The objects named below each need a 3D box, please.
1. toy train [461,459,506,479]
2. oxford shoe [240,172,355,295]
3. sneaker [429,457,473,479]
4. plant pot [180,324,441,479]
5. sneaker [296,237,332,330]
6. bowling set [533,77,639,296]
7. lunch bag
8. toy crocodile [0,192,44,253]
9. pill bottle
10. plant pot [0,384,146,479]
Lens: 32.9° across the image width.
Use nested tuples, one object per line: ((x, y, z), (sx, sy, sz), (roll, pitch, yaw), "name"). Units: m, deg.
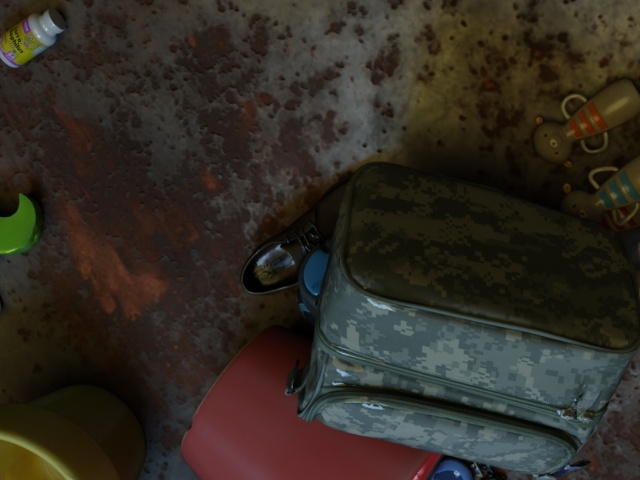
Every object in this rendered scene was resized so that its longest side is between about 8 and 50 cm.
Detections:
((0.211, 0.306, 1.328), (0.036, 0.027, 0.158), (-21, 100, 32), "toy train")
((0.000, 0.000, 1.259), (0.227, 0.096, 0.083), (-39, 91, 19), "oxford shoe")
((0.141, 0.328, 1.326), (0.053, 0.059, 0.144), (32, 118, 13), "sneaker")
((-0.010, 0.244, 1.255), (0.243, 0.275, 0.275), (34, 111, 13), "plant pot")
((0.141, 0.070, 1.242), (0.340, 0.140, 0.125), (9, 65, -2), "sneaker")
((0.315, -0.015, 1.122), (0.154, 0.200, 0.287), (-32, 92, 22), "bowling set")
((0.136, 0.102, 1.059), (0.305, 0.213, 0.256), (13, 131, -4), "lunch bag")
((-0.521, -0.020, 1.382), (0.340, 0.115, 0.105), (5, 88, 11), "toy crocodile")
((-0.348, -0.246, 1.306), (0.083, 0.043, 0.043), (-28, 97, 20), "pill bottle")
((-0.340, 0.301, 1.357), (0.254, 0.239, 0.254), (4, 106, 13), "plant pot")
